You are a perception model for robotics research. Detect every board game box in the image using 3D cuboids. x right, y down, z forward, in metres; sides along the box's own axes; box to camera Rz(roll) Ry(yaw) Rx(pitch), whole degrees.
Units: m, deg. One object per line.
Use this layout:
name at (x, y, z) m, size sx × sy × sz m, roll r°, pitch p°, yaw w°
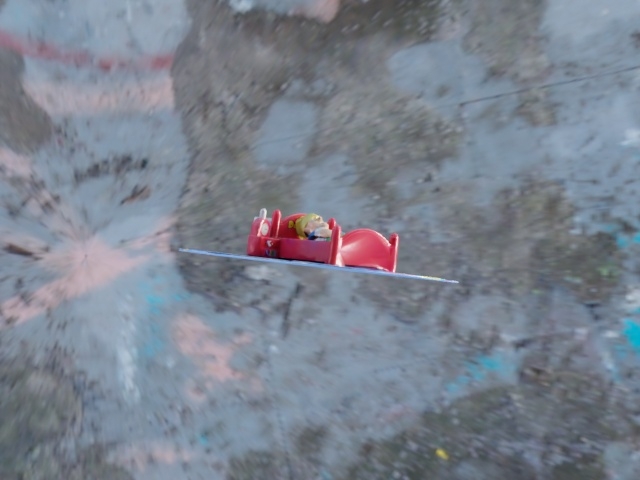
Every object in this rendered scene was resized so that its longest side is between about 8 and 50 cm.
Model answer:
board game box at (0.000, 0.000, 1.000) m, size 0.168 × 0.133 × 0.033 m, roll 6°, pitch 88°, yaw 14°
